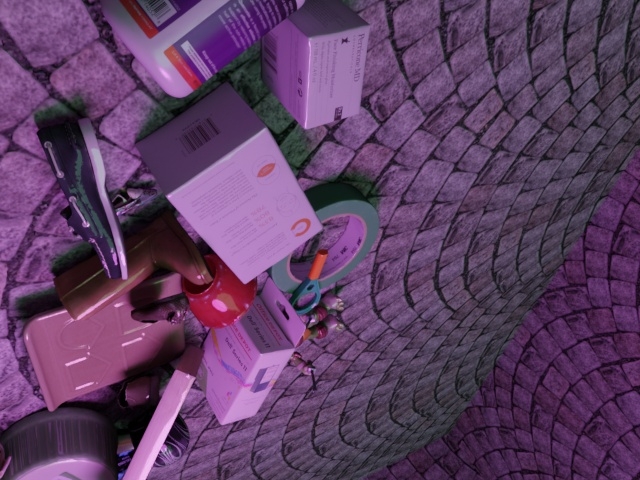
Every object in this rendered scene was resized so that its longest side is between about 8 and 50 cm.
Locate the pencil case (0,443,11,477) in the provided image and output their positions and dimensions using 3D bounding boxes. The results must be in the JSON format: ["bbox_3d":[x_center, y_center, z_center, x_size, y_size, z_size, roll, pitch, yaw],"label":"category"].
[{"bbox_3d":[-0.886,0.617,1.385,0.184,0.160,0.410,29,110,-31],"label":"pencil case"}]

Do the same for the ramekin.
[{"bbox_3d":[-0.656,0.580,1.501,0.304,0.148,0.303,-14,128,-19],"label":"ramekin"}]

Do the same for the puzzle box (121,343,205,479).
[{"bbox_3d":[-0.406,0.473,1.484,0.408,0.052,0.272,-64,-173,1],"label":"puzzle box"}]

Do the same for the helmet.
[{"bbox_3d":[-0.453,0.562,1.706,0.170,0.169,0.161,-31,102,-10],"label":"helmet"}]

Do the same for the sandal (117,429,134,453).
[{"bbox_3d":[-0.603,0.592,1.683,0.219,0.060,0.089,2,111,-44],"label":"sandal"}]

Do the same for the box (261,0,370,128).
[{"bbox_3d":[-0.016,-0.329,1.059,0.119,0.182,0.180,-21,142,-22],"label":"box"}]

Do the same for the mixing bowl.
[{"bbox_3d":[-0.244,0.098,1.349,0.181,0.181,0.098,-41,143,5],"label":"mixing bowl"}]

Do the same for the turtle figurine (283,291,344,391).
[{"bbox_3d":[-0.014,0.282,1.719,0.266,0.197,0.275,-33,-168,-38],"label":"turtle figurine"}]

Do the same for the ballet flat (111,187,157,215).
[{"bbox_3d":[-0.372,-0.078,1.158,0.114,0.041,0.041,-31,145,-11],"label":"ballet flat"}]

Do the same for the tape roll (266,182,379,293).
[{"bbox_3d":[0.000,0.000,1.545,0.321,0.077,0.321,-24,144,-19],"label":"tape roll"}]

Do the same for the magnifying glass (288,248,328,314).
[{"bbox_3d":[-0.025,0.113,1.564,0.092,0.026,0.230,-11,137,-33],"label":"magnifying glass"}]

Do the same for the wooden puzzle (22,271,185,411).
[{"bbox_3d":[-0.479,0.213,1.369,0.348,0.080,0.322,-22,143,-29],"label":"wooden puzzle"}]

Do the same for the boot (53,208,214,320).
[{"bbox_3d":[-0.365,0.076,1.173,0.270,0.236,0.089,-34,132,-12],"label":"boot"}]

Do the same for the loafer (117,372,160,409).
[{"bbox_3d":[-0.463,0.376,1.504,0.088,0.094,0.251,7,159,-22],"label":"loafer"}]

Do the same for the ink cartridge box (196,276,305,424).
[{"bbox_3d":[-0.198,0.288,1.582,0.119,0.207,0.353,-1,130,-43],"label":"ink cartridge box"}]

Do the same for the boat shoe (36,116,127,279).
[{"bbox_3d":[-0.408,-0.061,1.046,0.091,0.114,0.302,-15,113,-18],"label":"boat shoe"}]

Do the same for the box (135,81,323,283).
[{"bbox_3d":[-0.167,-0.101,1.198,0.215,0.168,0.345,-36,145,-4],"label":"box"}]

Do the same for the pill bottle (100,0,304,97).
[{"bbox_3d":[-0.148,-0.374,0.890,0.323,0.181,0.181,-38,145,0],"label":"pill bottle"}]

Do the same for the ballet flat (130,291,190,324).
[{"bbox_3d":[-0.323,0.150,1.216,0.084,0.058,0.250,-18,178,-35],"label":"ballet flat"}]

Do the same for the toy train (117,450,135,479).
[{"bbox_3d":[-0.579,0.678,1.811,0.184,0.080,0.105,-19,150,-28],"label":"toy train"}]
